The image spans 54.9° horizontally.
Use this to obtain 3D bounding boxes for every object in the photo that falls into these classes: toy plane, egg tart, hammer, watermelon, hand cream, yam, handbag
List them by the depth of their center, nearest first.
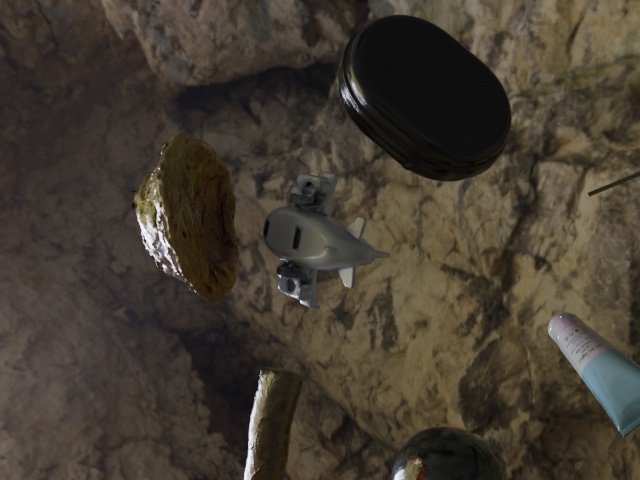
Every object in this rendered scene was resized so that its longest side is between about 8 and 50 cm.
[{"bbox_3d":[0.423,-0.087,0.848,0.110,0.035,0.019,-24,-114,29],"label":"hammer"},{"bbox_3d":[0.173,-0.234,1.009,0.308,0.093,0.254,41,-119,1],"label":"handbag"},{"bbox_3d":[-0.099,0.386,1.031,0.081,0.081,0.356,13,-91,24],"label":"yam"},{"bbox_3d":[0.513,0.227,1.111,0.111,0.070,0.312,-40,-161,11],"label":"hand cream"},{"bbox_3d":[-0.004,0.000,1.163,0.267,0.266,0.123,34,-160,36],"label":"toy plane"},{"bbox_3d":[0.236,0.458,1.167,0.212,0.212,0.212,-7,-133,8],"label":"watermelon"},{"bbox_3d":[-0.268,-0.043,1.228,0.150,0.352,0.351,-12,-134,11],"label":"egg tart"}]
